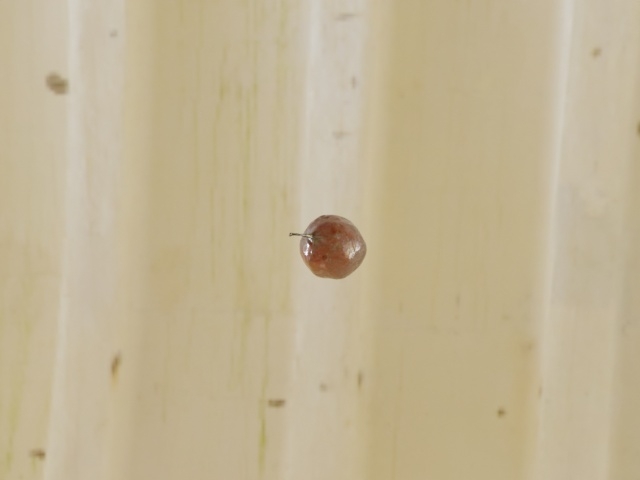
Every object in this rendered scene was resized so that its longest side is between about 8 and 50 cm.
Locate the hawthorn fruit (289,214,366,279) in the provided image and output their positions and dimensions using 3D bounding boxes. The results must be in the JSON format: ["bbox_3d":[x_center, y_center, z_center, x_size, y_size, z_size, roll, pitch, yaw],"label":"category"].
[{"bbox_3d":[0.000,0.000,1.246,0.067,0.067,0.103,22,174,42],"label":"hawthorn fruit"}]
